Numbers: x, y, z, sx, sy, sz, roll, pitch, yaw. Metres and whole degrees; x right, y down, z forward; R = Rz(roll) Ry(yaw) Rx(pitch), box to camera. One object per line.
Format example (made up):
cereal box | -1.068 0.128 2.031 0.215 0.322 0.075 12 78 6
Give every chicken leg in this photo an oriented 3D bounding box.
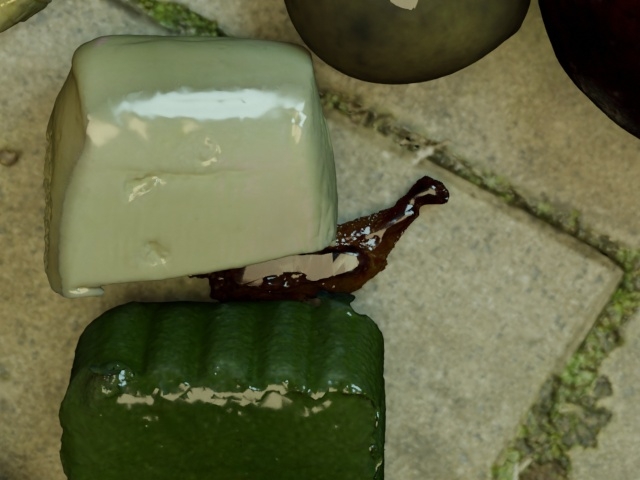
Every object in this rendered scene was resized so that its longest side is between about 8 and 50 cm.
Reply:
chicken leg | -0.001 0.006 1.519 0.219 0.048 0.089 -9 108 3

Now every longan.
longan | 0.063 -0.194 1.400 0.187 0.167 0.167 2 107 25

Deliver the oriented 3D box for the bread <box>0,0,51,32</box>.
bread | -0.293 -0.258 1.416 0.236 0.106 0.140 34 104 -8

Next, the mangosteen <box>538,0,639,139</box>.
mangosteen | 0.312 -0.205 1.310 0.306 0.347 0.307 3 82 -24

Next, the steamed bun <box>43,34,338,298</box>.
steamed bun | -0.097 -0.066 1.444 0.225 0.170 0.200 0 118 -13

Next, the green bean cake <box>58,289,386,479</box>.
green bean cake | -0.073 0.175 1.502 0.249 0.156 0.247 1 116 2
